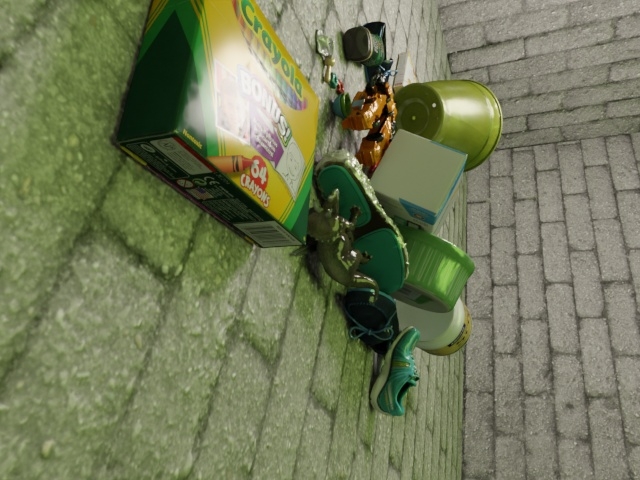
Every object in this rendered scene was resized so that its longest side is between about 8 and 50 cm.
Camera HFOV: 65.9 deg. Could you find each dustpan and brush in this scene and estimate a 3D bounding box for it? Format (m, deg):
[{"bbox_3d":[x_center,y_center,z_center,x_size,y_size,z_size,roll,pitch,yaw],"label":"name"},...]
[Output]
[{"bbox_3d":[0.233,0.366,1.583,0.211,0.060,0.147,38,52,-59],"label":"dustpan and brush"}]

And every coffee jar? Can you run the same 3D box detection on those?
[{"bbox_3d":[0.132,-0.580,1.482,0.184,0.079,0.096,-29,113,-64],"label":"coffee jar"}]

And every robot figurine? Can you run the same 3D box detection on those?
[{"bbox_3d":[0.143,-0.335,1.347,0.291,0.085,0.211,-64,143,-49],"label":"robot figurine"}]

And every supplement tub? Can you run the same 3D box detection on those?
[{"bbox_3d":[0.401,0.277,1.760,0.331,0.241,0.241,37,53,-61],"label":"supplement tub"}]

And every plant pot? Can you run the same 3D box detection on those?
[{"bbox_3d":[0.429,-0.436,1.831,0.353,0.366,0.366,-7,93,-49],"label":"plant pot"}]

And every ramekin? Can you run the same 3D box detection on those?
[{"bbox_3d":[0.277,0.091,1.437,0.148,0.303,0.303,-64,148,-14],"label":"ramekin"}]

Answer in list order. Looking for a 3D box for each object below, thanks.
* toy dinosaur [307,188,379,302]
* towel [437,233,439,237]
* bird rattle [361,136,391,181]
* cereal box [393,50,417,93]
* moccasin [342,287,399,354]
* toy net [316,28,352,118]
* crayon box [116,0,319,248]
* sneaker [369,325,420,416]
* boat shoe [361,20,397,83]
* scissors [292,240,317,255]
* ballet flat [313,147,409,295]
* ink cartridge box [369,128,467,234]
[{"bbox_3d":[0.040,0.020,1.122,0.160,0.121,0.313,-42,124,-47],"label":"toy dinosaur"},{"bbox_3d":[0.533,-0.155,2.369,0.324,0.056,0.312,30,59,-63],"label":"towel"},{"bbox_3d":[0.207,-0.225,1.553,0.253,0.143,0.207,-40,139,-58],"label":"bird rattle"},{"bbox_3d":[0.354,-0.638,2.042,0.173,0.047,0.240,60,34,-46],"label":"cereal box"},{"bbox_3d":[0.156,0.229,1.338,0.342,0.138,0.117,48,48,-53],"label":"moccasin"},{"bbox_3d":[0.044,-0.439,1.299,0.122,0.045,0.232,-53,134,-55],"label":"toy net"},{"bbox_3d":[-0.126,-0.198,0.791,0.363,0.106,0.313,43,48,-58],"label":"crayon box"},{"bbox_3d":[0.248,0.391,1.475,0.107,0.110,0.275,47,60,-46],"label":"sneaker"},{"bbox_3d":[0.195,-0.577,1.612,0.109,0.089,0.258,-58,138,-53],"label":"boat shoe"},{"bbox_3d":[0.000,0.000,1.166,0.297,0.021,0.109,15,73,-64],"label":"scissors"},{"bbox_3d":[0.120,-0.055,1.246,0.409,0.147,0.147,63,31,-24],"label":"ballet flat"},{"bbox_3d":[0.266,-0.133,1.386,0.197,0.198,0.270,-60,163,-13],"label":"ink cartridge box"}]
